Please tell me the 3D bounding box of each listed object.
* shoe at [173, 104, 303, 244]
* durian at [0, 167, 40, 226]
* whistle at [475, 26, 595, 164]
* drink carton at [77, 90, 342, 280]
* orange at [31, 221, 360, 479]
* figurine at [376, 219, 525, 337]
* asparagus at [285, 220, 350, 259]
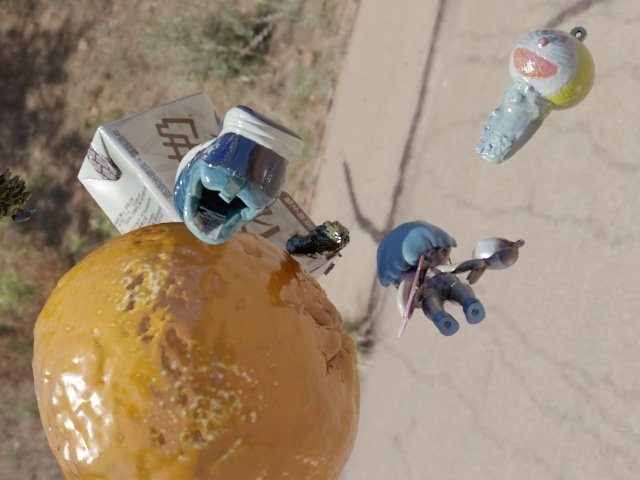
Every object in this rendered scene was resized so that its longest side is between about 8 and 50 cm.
[{"bbox_3d":[-0.061,-0.031,0.674,0.143,0.064,0.071,-33,30,61],"label":"shoe"},{"bbox_3d":[-0.426,-0.034,1.146,0.137,0.220,0.095,-124,16,-45],"label":"durian"},{"bbox_3d":[0.288,-0.204,1.427,0.223,0.123,0.123,-52,16,-1],"label":"whistle"},{"bbox_3d":[-0.152,-0.032,1.439,0.194,0.324,0.132,-28,-17,-43],"label":"drink carton"},{"bbox_3d":[-0.112,0.141,1.050,0.340,0.293,0.341,-25,-90,-83],"label":"orange"},{"bbox_3d":[0.157,0.035,1.342,0.205,0.103,0.260,-38,19,4],"label":"figurine"},{"bbox_3d":[0.000,0.000,1.049,0.030,0.036,0.165,-44,5,-15],"label":"asparagus"}]
